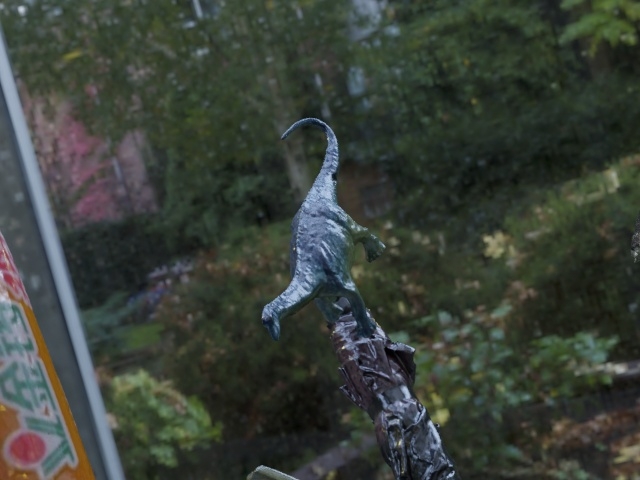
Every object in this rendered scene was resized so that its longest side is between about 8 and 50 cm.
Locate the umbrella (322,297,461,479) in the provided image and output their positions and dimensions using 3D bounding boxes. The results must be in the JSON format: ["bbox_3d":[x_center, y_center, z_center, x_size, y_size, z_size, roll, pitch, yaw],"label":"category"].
[{"bbox_3d":[0.077,0.184,1.396,0.090,0.326,0.094,-14,-33,-23],"label":"umbrella"}]

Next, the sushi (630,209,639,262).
[{"bbox_3d":[0.426,0.004,1.314,0.150,0.078,0.090,15,-8,-18],"label":"sushi"}]

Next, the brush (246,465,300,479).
[{"bbox_3d":[0.057,0.293,1.138,0.282,0.048,0.054,25,-22,-4],"label":"brush"}]

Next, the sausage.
[{"bbox_3d":[-0.166,0.090,0.559,0.093,0.312,0.093,-21,-11,-4],"label":"sausage"}]

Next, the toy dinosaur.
[{"bbox_3d":[0.005,0.010,1.254,0.076,0.147,0.363,-20,35,26],"label":"toy dinosaur"}]
